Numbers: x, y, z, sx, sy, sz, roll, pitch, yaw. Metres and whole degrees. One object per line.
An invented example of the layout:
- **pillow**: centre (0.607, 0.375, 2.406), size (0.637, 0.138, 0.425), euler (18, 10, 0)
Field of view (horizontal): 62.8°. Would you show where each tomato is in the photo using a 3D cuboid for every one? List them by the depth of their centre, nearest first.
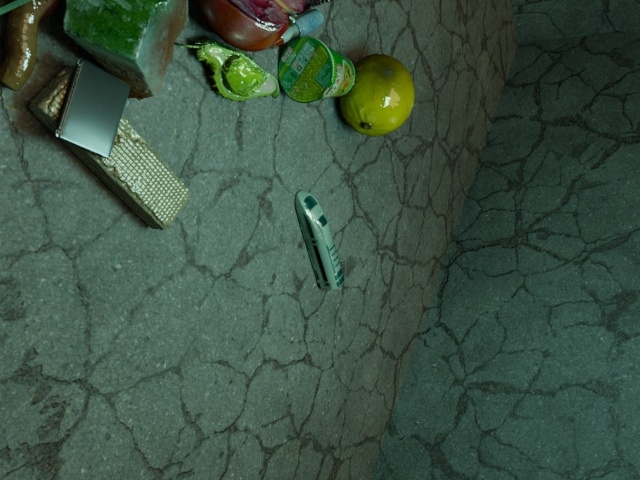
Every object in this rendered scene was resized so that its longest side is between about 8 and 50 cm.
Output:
- **tomato**: centre (-0.211, -0.650, 1.427), size (0.290, 0.176, 0.334), euler (43, 44, -11)

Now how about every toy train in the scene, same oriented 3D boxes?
- **toy train**: centre (0.000, 0.000, 1.938), size (0.086, 0.088, 0.406), euler (-45, 130, -39)

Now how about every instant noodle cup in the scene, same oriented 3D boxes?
- **instant noodle cup**: centre (0.006, -0.553, 1.747), size (0.233, 0.207, 0.206), euler (-20, 113, -60)

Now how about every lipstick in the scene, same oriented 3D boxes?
- **lipstick**: centre (-0.086, -0.677, 1.688), size (0.274, 0.061, 0.068), euler (-47, 135, -39)

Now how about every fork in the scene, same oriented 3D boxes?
- **fork**: centre (-0.605, -0.424, 0.980), size (0.235, 0.021, 0.039), euler (-31, 134, -10)

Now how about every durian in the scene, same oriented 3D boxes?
- **durian**: centre (-0.240, -0.469, 1.486), size (0.375, 0.132, 0.106), euler (15, 58, -52)

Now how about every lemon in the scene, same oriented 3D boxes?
- **lemon**: centre (0.211, -0.539, 1.948), size (0.297, 0.297, 0.296), euler (-16, 111, -52)

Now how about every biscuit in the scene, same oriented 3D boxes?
- **biscuit**: centre (-0.474, -0.203, 1.240), size (0.144, 0.079, 0.426), euler (-63, 141, -25)

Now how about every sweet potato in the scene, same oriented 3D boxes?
- **sweet potato**: centre (-0.559, -0.486, 1.038), size (0.109, 0.109, 0.385), euler (31, 74, -53)

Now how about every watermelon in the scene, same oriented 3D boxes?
- **watermelon**: centre (-0.390, -0.480, 1.157), size (0.302, 0.151, 0.264), euler (63, 42, -69)

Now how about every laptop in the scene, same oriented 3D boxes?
- **laptop**: centre (-0.487, -0.281, 1.127), size (0.129, 0.016, 0.180), euler (26, 74, -53)

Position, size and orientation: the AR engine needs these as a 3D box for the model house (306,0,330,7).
- **model house**: centre (0.004, -0.912, 1.664), size (0.249, 0.230, 0.280), euler (-31, 123, -18)
